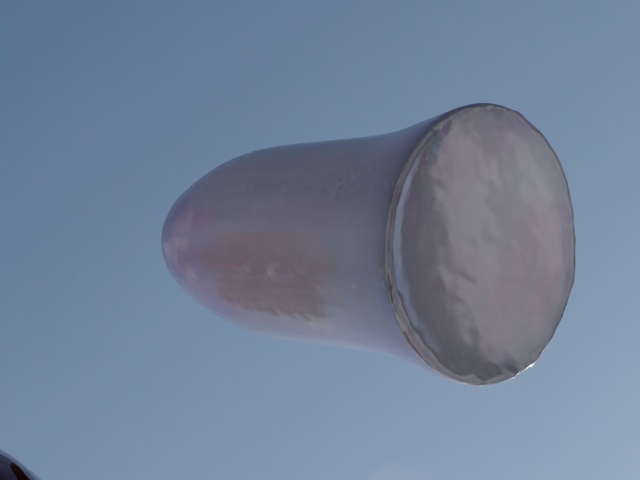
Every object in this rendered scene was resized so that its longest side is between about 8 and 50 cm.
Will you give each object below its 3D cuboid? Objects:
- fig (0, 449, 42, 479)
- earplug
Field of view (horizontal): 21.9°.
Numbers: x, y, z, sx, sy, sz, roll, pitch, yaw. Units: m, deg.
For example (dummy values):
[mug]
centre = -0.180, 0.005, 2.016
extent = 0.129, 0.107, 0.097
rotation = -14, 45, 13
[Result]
[fig]
centre = -0.229, 0.171, 0.898
extent = 0.204, 0.249, 0.186
rotation = -9, -57, -15
[earplug]
centre = 0.000, 0.000, 1.110
extent = 0.301, 0.172, 0.172
rotation = 2, -39, 47
